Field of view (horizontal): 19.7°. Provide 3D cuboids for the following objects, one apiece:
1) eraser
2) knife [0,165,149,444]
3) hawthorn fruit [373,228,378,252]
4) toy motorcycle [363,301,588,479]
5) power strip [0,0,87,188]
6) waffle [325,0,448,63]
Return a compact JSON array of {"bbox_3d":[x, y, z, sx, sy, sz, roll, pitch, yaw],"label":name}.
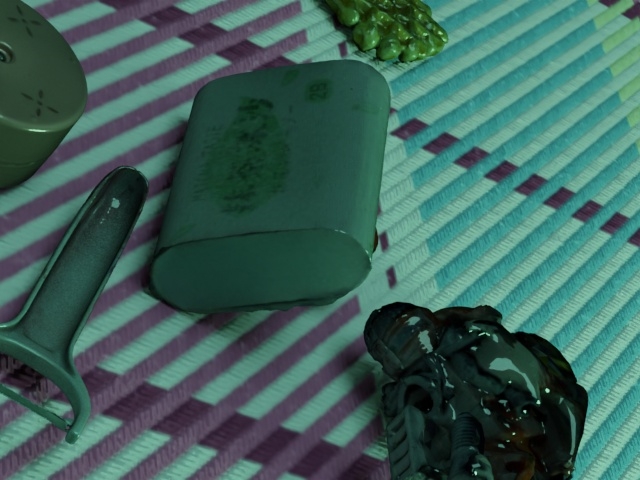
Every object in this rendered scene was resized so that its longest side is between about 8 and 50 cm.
[{"bbox_3d":[-0.037,-0.046,1.468,0.227,0.174,0.081,-82,163,-49],"label":"eraser"},{"bbox_3d":[-0.188,0.032,1.305,0.123,0.053,0.278,35,34,-10],"label":"knife"},{"bbox_3d":[0.000,0.000,1.523,0.093,0.093,0.093,29,37,-25],"label":"hawthorn fruit"},{"bbox_3d":[0.112,0.166,1.429,0.207,0.134,0.401,37,33,-14],"label":"toy motorcycle"},{"bbox_3d":[-0.253,-0.117,1.363,0.154,0.078,0.154,28,35,-22],"label":"power strip"},{"bbox_3d":[0.053,-0.257,1.890,0.183,0.036,0.169,54,32,10],"label":"waffle"}]
